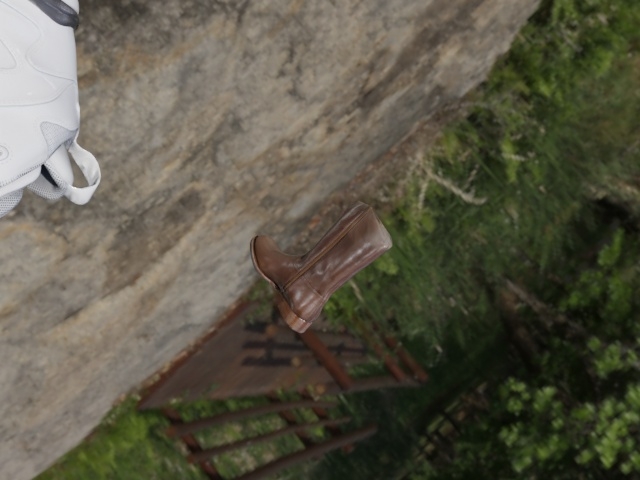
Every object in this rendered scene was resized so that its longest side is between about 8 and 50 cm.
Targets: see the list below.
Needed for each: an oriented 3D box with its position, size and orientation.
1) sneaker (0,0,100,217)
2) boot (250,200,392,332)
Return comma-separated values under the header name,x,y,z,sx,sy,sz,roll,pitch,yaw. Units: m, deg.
name,x,y,z,sx,sy,sz,roll,pitch,yaw
sneaker,-0.326,-0.110,0.621,0.366,0.210,0.137,-7,164,-42
boot,0.000,0.000,0.696,0.037,0.106,0.114,14,125,-46
